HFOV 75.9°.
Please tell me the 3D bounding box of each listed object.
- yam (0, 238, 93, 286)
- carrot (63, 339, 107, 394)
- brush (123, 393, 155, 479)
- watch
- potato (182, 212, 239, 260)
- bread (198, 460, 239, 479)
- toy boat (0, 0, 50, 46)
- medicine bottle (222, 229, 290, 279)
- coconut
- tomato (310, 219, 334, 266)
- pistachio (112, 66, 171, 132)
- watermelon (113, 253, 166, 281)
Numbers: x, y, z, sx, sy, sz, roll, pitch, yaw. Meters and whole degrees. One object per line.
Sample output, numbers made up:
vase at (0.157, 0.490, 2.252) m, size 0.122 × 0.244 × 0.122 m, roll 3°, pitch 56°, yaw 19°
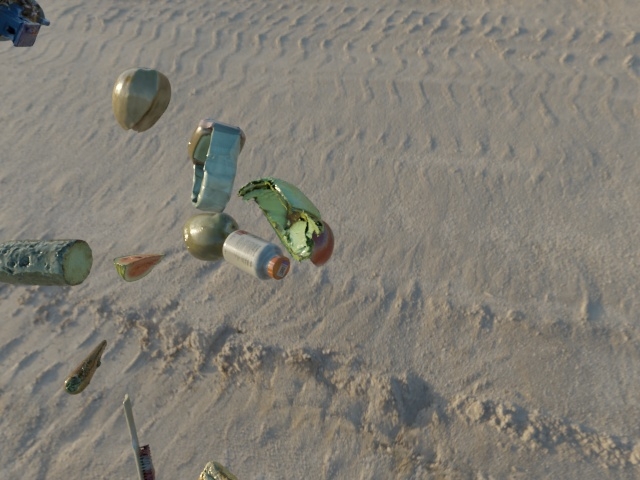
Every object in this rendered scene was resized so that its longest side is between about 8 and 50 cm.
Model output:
yam at (-0.633, 0.049, 0.922) m, size 0.193 × 0.107 × 0.107 m, roll 0°, pitch 51°, yaw 5°
carrot at (-0.544, 0.289, 0.970) m, size 0.049 × 0.049 × 0.254 m, roll -18°, pitch 14°, yaw -9°
brush at (-0.572, 0.639, 1.300) m, size 0.050 × 0.321 × 0.060 m, roll -10°, pitch 12°, yaw -16°
watch at (-0.337, -0.217, 1.288) m, size 0.161 × 0.253 × 0.241 m, roll 10°, pitch 60°, yaw -27°
potato at (-0.550, -0.017, 2.054) m, size 0.326 × 0.221 × 0.243 m, roll 1°, pitch 83°, yaw 35°
bread at (-0.250, 0.622, 1.031) m, size 0.125 × 0.106 × 0.082 m, roll 28°, pitch 64°, yaw 24°
toy boat at (-0.565, -0.406, 0.750) m, size 0.097 × 0.100 × 0.223 m, roll 32°, pitch 22°, yaw -18°
medicine bottle at (-0.257, 0.067, 1.684) m, size 0.288 × 0.157 × 0.157 m, roll 21°, pitch 55°, yaw 36°
coconut at (-0.049, -0.041, 0.575) m, size 0.133 × 0.158 × 0.055 m, roll 39°, pitch 68°, yaw 5°
tomato at (0.000, 0.000, 1.718) m, size 0.112 × 0.228 × 0.199 m, roll -20°, pitch 51°, yaw 17°
pistachio at (-0.418, -0.328, 0.957) m, size 0.124 × 0.185 × 0.125 m, roll 23°, pitch 41°, yaw -21°
watermelon at (-0.508, 0.077, 1.130) m, size 0.086 × 0.069 × 0.163 m, roll 1°, pitch 8°, yaw 18°
